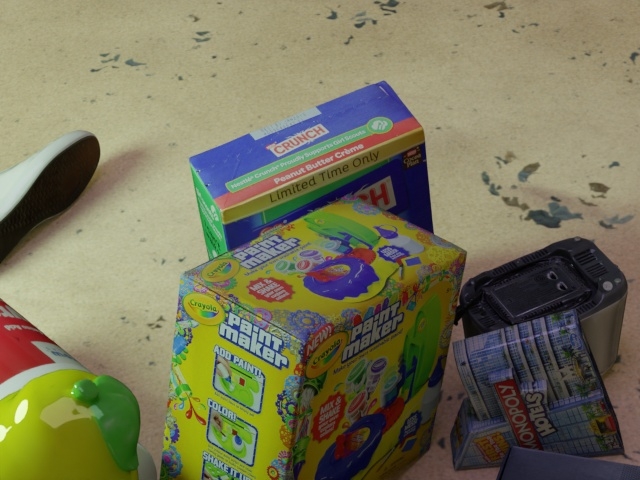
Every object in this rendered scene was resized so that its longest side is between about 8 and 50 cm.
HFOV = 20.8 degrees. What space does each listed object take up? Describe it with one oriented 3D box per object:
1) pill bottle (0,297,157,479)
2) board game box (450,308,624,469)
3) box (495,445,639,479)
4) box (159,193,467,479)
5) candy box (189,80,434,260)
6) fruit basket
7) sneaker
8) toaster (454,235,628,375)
[{"bbox_3d":[-0.381,0.205,2.020,0.229,0.229,0.408,-35,47,-27],"label":"pill bottle"},{"bbox_3d":[0.227,0.187,1.996,0.194,0.194,0.060,-18,39,12],"label":"board game box"},{"bbox_3d":[0.294,0.322,1.896,0.233,0.059,0.183,8,43,19],"label":"box"},{"bbox_3d":[-0.010,0.140,1.931,0.177,0.279,0.290,27,35,30],"label":"box"},{"bbox_3d":[0.000,0.000,2.118,0.268,0.317,0.122,-23,43,-15],"label":"candy box"},{"bbox_3d":[-0.286,0.260,1.684,0.392,0.392,0.283,3,-1,13],"label":"fruit basket"},{"bbox_3d":[-0.435,-0.072,2.436,0.123,0.106,0.290,25,53,30],"label":"sneaker"},{"bbox_3d":[0.258,0.106,2.081,0.227,0.146,0.129,-23,42,-16],"label":"toaster"}]
